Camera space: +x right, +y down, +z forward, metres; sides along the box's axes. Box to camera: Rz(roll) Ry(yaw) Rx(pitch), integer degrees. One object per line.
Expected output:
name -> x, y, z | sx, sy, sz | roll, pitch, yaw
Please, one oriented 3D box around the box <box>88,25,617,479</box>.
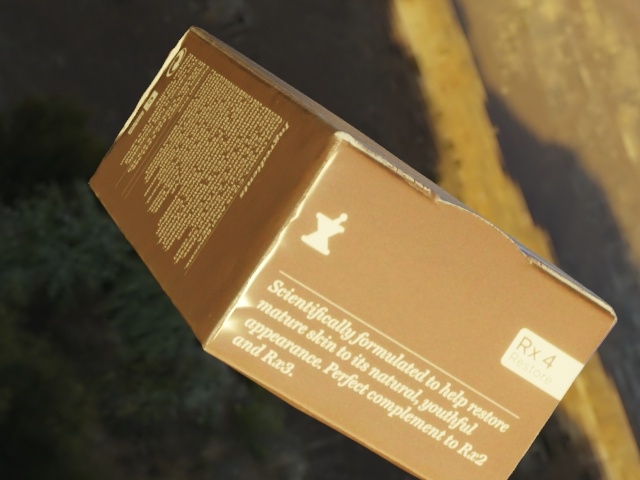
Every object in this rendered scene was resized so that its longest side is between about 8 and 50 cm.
box -> 0.000, 0.000, 1.104 | 0.191, 0.143, 0.381 | 32, 2, -20
